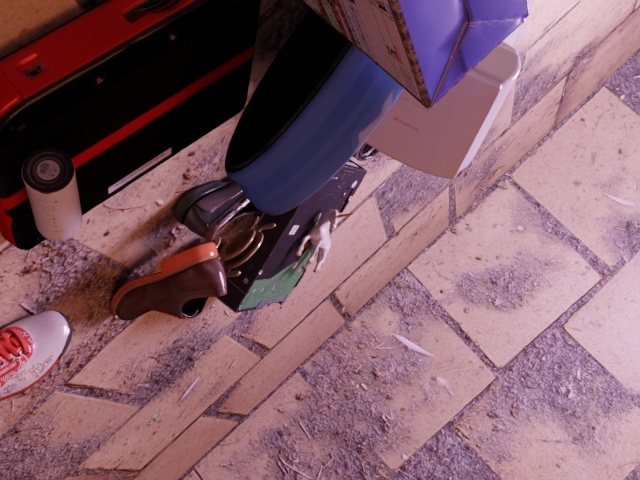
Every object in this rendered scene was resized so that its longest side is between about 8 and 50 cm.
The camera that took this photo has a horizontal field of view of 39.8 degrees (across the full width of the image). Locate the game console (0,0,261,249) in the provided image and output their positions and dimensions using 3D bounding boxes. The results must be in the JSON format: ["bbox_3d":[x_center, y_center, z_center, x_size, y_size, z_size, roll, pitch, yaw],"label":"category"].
[{"bbox_3d":[-0.234,-0.165,1.057,0.386,0.060,0.342,-36,169,-21],"label":"game console"}]

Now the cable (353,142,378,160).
[{"bbox_3d":[0.183,-0.236,1.845,0.287,0.072,0.139,-26,151,-46],"label":"cable"}]

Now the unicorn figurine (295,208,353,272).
[{"bbox_3d":[0.000,0.000,1.731,0.111,0.060,0.162,-59,178,-17],"label":"unicorn figurine"}]

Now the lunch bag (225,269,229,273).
[{"bbox_3d":[-0.162,0.069,1.821,0.071,0.053,0.083,-50,155,12],"label":"lunch bag"}]

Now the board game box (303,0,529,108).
[{"bbox_3d":[0.038,-0.307,0.835,0.141,0.291,0.232,-43,154,-3],"label":"board game box"}]

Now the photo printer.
[{"bbox_3d":[0.165,-0.239,1.470,0.107,0.256,0.307,-59,174,-29],"label":"photo printer"}]

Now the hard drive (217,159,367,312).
[{"bbox_3d":[-0.054,-0.018,1.741,0.339,0.064,0.237,-59,161,13],"label":"hard drive"}]

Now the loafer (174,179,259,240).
[{"bbox_3d":[-0.125,-0.067,1.495,0.267,0.084,0.096,-28,156,-43],"label":"loafer"}]

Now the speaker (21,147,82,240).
[{"bbox_3d":[-0.299,-0.048,0.991,0.055,0.055,0.136,-37,168,-22],"label":"speaker"}]

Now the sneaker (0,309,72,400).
[{"bbox_3d":[-0.477,0.177,1.250,0.270,0.090,0.145,-35,165,-19],"label":"sneaker"}]

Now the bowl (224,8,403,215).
[{"bbox_3d":[0.010,-0.215,1.110,0.391,0.077,0.391,-48,-159,25],"label":"bowl"}]

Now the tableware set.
[{"bbox_3d":[-0.172,0.013,1.532,0.194,0.039,0.128,-12,-144,50],"label":"tableware set"}]

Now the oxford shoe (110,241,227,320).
[{"bbox_3d":[-0.258,0.096,1.471,0.271,0.098,0.097,-29,173,42],"label":"oxford shoe"}]

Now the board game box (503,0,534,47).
[{"bbox_3d":[0.313,-0.427,1.682,0.242,0.064,0.316,-37,163,-23],"label":"board game box"}]
